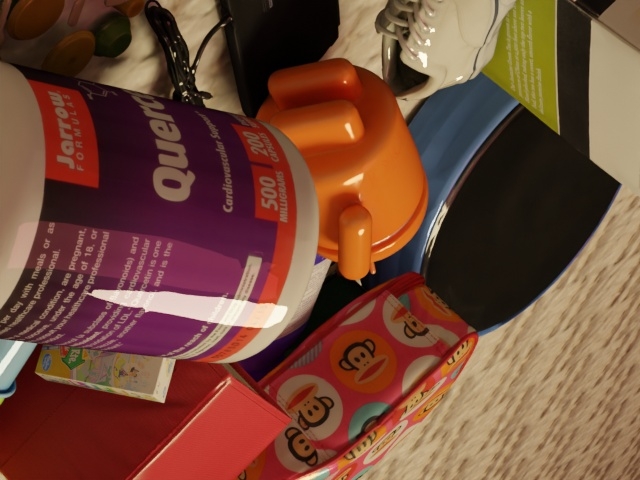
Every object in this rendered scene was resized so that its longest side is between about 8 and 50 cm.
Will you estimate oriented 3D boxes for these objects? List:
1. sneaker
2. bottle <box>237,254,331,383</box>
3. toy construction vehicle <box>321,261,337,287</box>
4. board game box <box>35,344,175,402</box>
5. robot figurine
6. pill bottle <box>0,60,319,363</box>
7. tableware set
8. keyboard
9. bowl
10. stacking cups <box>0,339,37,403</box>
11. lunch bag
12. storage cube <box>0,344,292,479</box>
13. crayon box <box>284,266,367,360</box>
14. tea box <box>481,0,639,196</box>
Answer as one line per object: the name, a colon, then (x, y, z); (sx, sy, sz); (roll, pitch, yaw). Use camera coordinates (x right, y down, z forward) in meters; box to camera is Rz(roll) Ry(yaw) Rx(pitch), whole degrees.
sneaker: (0.091, -0.178, 1.358); (0.091, 0.094, 0.258); (-37, 160, -13)
bottle: (-0.062, 0.057, 1.668); (0.118, 0.092, 0.283); (-23, 147, -37)
toy construction vehicle: (0.000, 0.000, 1.771); (0.098, 0.035, 0.086); (-38, 145, -27)
board game box: (-0.154, 0.043, 1.389); (0.026, 0.103, 0.154); (52, 49, -66)
robot figurine: (0.019, -0.061, 1.479); (0.128, 0.158, 0.219); (-43, 146, -10)
pill bottle: (-0.170, -0.019, 1.186); (0.323, 0.181, 0.181); (10, 122, -40)
tableware set: (-0.182, -0.150, 1.225); (0.154, 0.024, 0.104); (-25, 152, -44)
keyboard: (-0.063, -0.190, 1.355); (0.201, 0.033, 0.317); (-47, 157, -19)
bowl: (0.206, -0.057, 1.905); (0.391, 0.077, 0.391); (-34, 145, -28)
stacking cups: (-0.256, 0.071, 1.370); (0.316, 0.096, 0.096); (-55, 156, 9)
lunch bag: (0.013, 0.182, 1.747); (0.293, 0.120, 0.258); (-37, 163, -25)
storage cube: (-0.173, 0.142, 1.497); (0.193, 0.183, 0.215); (-46, 158, -1)
crayon box: (-0.068, 0.192, 1.886); (0.318, 0.081, 0.202); (-39, 155, -20)
tea box: (0.276, -0.267, 1.445); (0.329, 0.323, 0.220); (-41, 155, -13)
